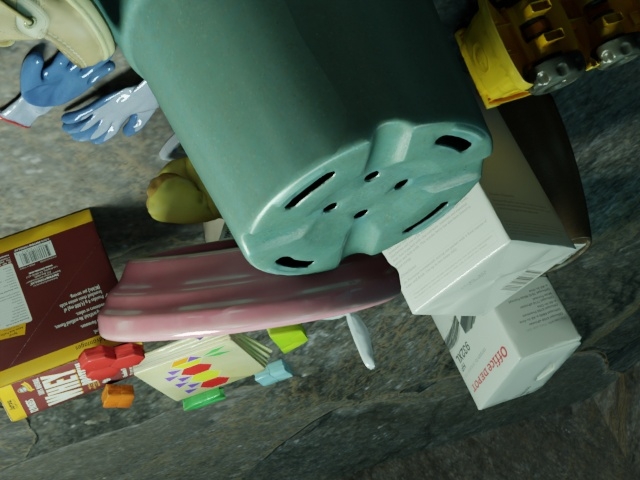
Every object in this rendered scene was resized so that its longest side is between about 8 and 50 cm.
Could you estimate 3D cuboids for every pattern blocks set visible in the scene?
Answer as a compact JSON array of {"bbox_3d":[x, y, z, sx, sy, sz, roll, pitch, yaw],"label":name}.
[{"bbox_3d":[-0.156,0.159,1.662,0.285,0.026,0.325,-16,158,-1],"label":"pattern blocks set"}]

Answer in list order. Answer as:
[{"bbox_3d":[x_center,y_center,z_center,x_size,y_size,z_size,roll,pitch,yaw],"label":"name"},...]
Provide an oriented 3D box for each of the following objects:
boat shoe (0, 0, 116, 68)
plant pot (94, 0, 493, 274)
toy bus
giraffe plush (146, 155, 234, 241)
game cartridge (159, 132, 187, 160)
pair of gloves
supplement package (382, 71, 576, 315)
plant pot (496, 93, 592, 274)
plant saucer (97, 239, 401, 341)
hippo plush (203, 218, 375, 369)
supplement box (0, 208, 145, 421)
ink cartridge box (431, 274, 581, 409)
[{"bbox_3d":[-0.285,-0.220,1.092,0.098,0.109,0.302,-53,152,-4],"label":"boat shoe"},{"bbox_3d":[-0.019,-0.169,1.224,0.341,0.334,0.341,-21,157,-9],"label":"plant pot"},{"bbox_3d":[0.286,-0.252,1.632,0.220,0.149,0.211,-20,170,-20],"label":"toy bus"},{"bbox_3d":[-0.119,-0.113,1.486,0.181,0.210,0.170,-8,110,-12],"label":"giraffe plush"},{"bbox_3d":[-0.161,-0.125,1.589,0.083,0.017,0.056,-39,150,29],"label":"game cartridge"},{"bbox_3d":[-0.254,-0.161,1.392,0.159,0.023,0.198,-32,151,29],"label":"pair of gloves"},{"bbox_3d":[0.170,-0.068,1.694,0.177,0.293,0.175,-39,153,31],"label":"supplement package"},{"bbox_3d":[0.308,-0.071,1.916,0.215,0.230,0.215,-22,157,-10],"label":"plant pot"},{"bbox_3d":[-0.080,0.041,1.390,0.332,0.084,0.332,-8,-178,0],"label":"plant saucer"},{"bbox_3d":[0.000,0.000,1.799,0.236,0.294,0.234,-28,135,-69],"label":"hippo plush"},{"bbox_3d":[-0.348,0.097,1.644,0.191,0.194,0.129,-20,157,-12],"label":"supplement box"},{"bbox_3d":[0.285,0.099,2.163,0.129,0.307,0.223,-17,156,-21],"label":"ink cartridge box"}]
